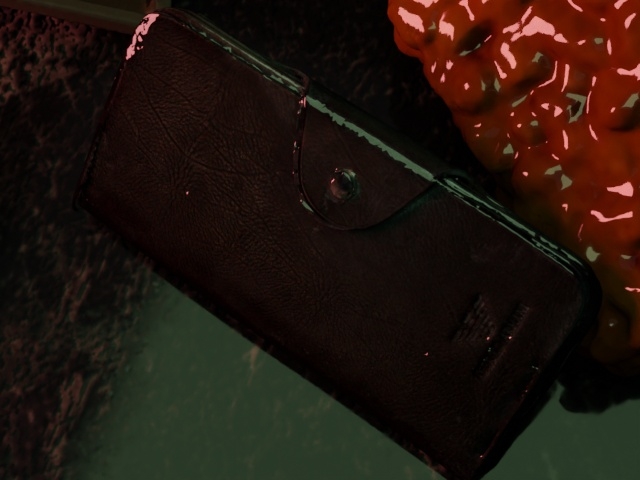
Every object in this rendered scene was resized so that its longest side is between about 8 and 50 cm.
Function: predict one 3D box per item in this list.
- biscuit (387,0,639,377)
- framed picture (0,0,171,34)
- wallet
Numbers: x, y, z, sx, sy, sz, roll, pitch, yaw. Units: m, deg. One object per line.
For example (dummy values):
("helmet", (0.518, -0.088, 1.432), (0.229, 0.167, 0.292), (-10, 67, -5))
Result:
("biscuit", (0.199, -0.118, 0.713), (0.318, 0.110, 0.312), (-40, 69, 33))
("framed picture", (-0.213, -0.315, 0.880), (0.247, 0.022, 0.335), (9, 69, -20))
("wallet", (0.000, 0.000, 0.748), (0.318, 0.172, 0.045), (34, 32, 12))
